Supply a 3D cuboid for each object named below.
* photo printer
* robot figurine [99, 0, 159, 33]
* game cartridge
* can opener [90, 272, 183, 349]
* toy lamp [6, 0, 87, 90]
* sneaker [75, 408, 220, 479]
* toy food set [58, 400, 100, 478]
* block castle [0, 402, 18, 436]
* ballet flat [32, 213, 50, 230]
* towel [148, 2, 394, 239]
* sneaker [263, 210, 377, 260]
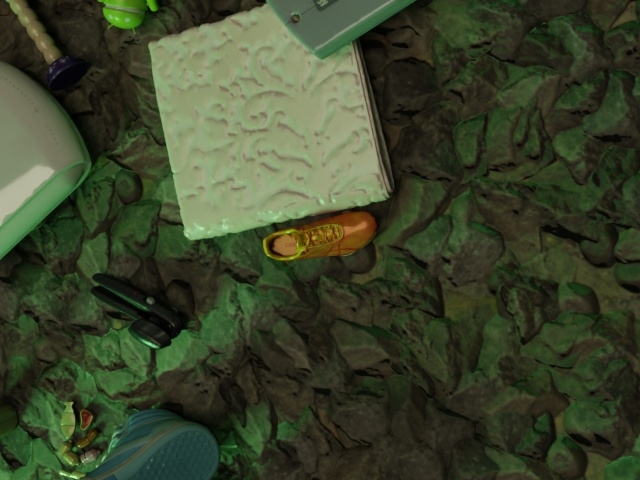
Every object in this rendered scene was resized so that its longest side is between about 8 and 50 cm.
[{"bbox_3d":[-0.530,-0.116,1.768,0.307,0.107,0.256,-42,76,2],"label":"photo printer"},{"bbox_3d":[-0.293,-0.375,1.701,0.101,0.067,0.115,12,101,8],"label":"robot figurine"},{"bbox_3d":[-0.003,-0.409,1.555,0.198,0.062,0.297,-31,72,20],"label":"game cartridge"},{"bbox_3d":[-0.291,0.102,1.758,0.186,0.073,0.059,34,115,25],"label":"can opener"},{"bbox_3d":[-0.472,-0.366,1.769,0.080,0.080,0.274,-40,81,21],"label":"toy lamp"},{"bbox_3d":[-0.313,0.370,1.694,0.319,0.208,0.127,-29,105,-16],"label":"sneaker"},{"bbox_3d":[-0.394,0.329,1.844,0.078,0.019,0.122,10,91,20],"label":"toy food set"},{"bbox_3d":[-0.762,0.270,1.881,0.453,0.213,0.303,42,109,13],"label":"block castle"},{"bbox_3d":[-0.554,-0.051,1.854,0.250,0.058,0.084,1,78,17],"label":"ballet flat"},{"bbox_3d":[-0.078,-0.182,1.643,0.332,0.053,0.317,-12,90,22],"label":"towel"},{"bbox_3d":[0.000,0.000,1.624,0.175,0.067,0.064,-17,88,21],"label":"sneaker"}]
